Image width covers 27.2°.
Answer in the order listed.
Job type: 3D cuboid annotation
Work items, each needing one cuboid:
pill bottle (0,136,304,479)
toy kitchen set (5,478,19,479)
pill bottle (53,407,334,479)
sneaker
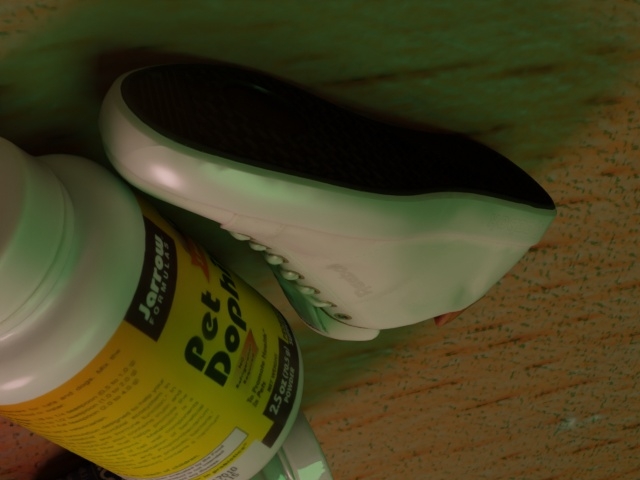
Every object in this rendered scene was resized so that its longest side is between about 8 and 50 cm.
[{"bbox_3d":[-0.103,0.038,0.616,0.117,0.117,0.215,-39,142,6],"label":"pill bottle"},{"bbox_3d":[-0.200,0.171,0.593,0.207,0.122,0.166,-39,113,-29],"label":"toy kitchen set"},{"bbox_3d":[-0.081,0.155,0.775,0.169,0.094,0.094,-25,141,-12],"label":"pill bottle"},{"bbox_3d":[0.000,0.000,0.659,0.290,0.106,0.123,12,120,-45],"label":"sneaker"}]
